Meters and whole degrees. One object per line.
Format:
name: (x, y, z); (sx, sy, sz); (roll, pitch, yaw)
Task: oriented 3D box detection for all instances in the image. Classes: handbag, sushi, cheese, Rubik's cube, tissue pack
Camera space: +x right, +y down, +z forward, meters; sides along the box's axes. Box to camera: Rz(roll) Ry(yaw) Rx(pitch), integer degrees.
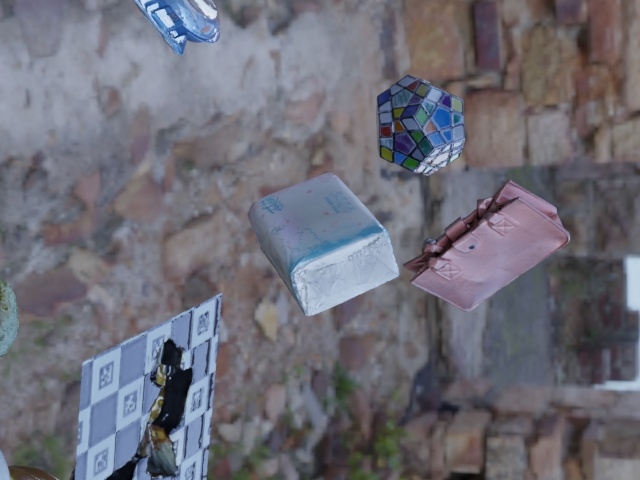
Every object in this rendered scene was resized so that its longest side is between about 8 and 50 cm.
handbag: (0.246, 0.012, 1.695); (0.157, 0.212, 0.059); (27, 34, -42)
sushi: (-0.268, 0.271, 1.639); (0.359, 0.064, 0.343); (-28, 127, -62)
cheese: (-0.220, -0.362, 1.822); (0.135, 0.052, 0.245); (49, 23, -6)
Rubik's cube: (0.106, -0.123, 1.235); (0.111, 0.093, 0.111); (180, -90, -89)
tissue pack: (0.002, -0.001, 2.093); (0.271, 0.201, 0.124); (-128, -158, -55)

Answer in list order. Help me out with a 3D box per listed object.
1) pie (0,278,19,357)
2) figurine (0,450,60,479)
pie: (-0.506, 0.098, 1.485); (0.240, 0.240, 0.054); (-54, 169, -55)
figurine: (-0.263, 0.216, 0.836); (0.263, 0.189, 0.142); (65, 39, -55)
